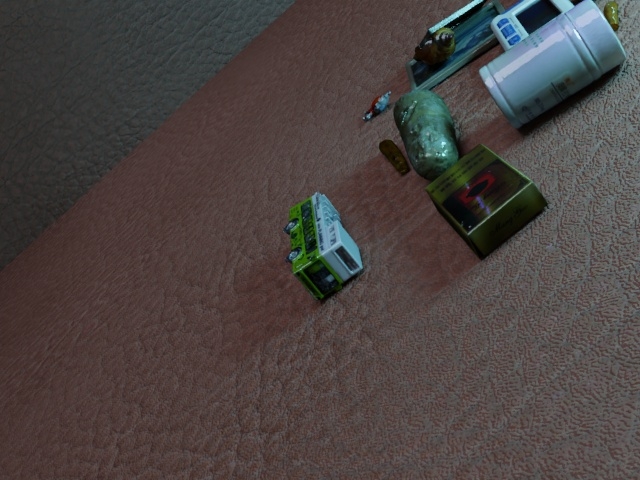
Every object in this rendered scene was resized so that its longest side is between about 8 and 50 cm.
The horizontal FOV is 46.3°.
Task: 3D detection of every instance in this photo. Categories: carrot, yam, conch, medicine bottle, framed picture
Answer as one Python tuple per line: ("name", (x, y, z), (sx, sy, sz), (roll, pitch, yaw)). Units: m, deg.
("carrot", (0.179, -0.207, 1.829), (0.042, 0.042, 0.171), (-38, 29, 10))
("carrot", (0.634, -0.489, 1.629), (0.032, 0.032, 0.093), (-23, 38, 34))
("yam", (0.240, -0.235, 1.687), (0.133, 0.133, 0.330), (-33, 29, 20))
("conch", (0.306, -0.507, 2.003), (0.086, 0.080, 0.232), (-17, -7, -27))
("medicine bottle", (0.470, -0.358, 1.527), (0.254, 0.152, 0.152), (-32, 29, 21))
("framed picture", (0.372, -0.525, 2.039), (0.315, 0.024, 0.232), (-33, 29, 20))
("framed picture", (0.369, -0.607, 2.066), (0.203, 0.015, 0.150), (-34, 0, -3))

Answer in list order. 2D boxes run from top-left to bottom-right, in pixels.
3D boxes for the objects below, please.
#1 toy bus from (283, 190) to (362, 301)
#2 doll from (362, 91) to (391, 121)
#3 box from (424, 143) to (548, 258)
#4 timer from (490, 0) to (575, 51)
("toy bus", (0.000, 0.000, 1.702), (0.139, 0.113, 0.302), (-32, 28, 13))
("doll", (0.161, -0.376, 2.096), (0.114, 0.039, 0.057), (-38, -8, 39))
("box", (0.311, -0.084, 1.442), (0.159, 0.071, 0.240), (-38, 27, 7))
("timer", (0.509, -0.497, 1.757), (0.178, 0.078, 0.253), (-31, 29, 20))
